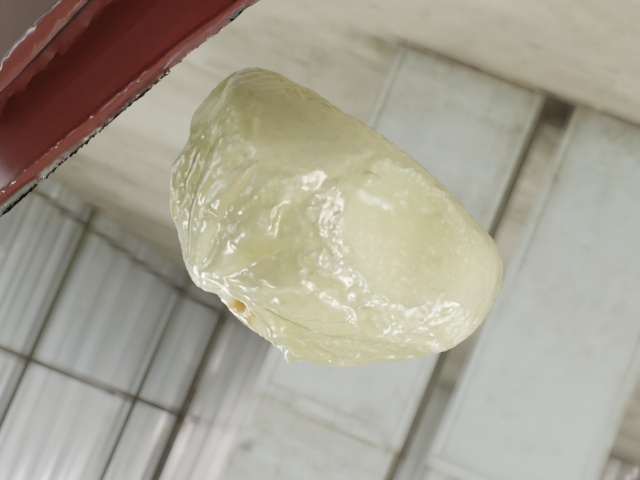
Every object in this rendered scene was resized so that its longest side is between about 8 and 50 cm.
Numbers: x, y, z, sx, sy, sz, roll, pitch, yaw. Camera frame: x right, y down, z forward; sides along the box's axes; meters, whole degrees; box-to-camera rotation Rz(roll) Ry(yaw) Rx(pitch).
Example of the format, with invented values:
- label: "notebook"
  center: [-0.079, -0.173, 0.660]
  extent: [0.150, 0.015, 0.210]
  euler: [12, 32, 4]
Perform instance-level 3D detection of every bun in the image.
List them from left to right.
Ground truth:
- label: "bun"
  center: [0.000, 0.000, 1.499]
  extent: [0.349, 0.227, 0.352]
  euler: [39, 179, 2]

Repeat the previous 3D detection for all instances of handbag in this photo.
- label: "handbag"
  center: [-0.107, -0.175, 0.729]
  extent: [0.084, 0.260, 0.275]
  euler: [24, 140, -36]
